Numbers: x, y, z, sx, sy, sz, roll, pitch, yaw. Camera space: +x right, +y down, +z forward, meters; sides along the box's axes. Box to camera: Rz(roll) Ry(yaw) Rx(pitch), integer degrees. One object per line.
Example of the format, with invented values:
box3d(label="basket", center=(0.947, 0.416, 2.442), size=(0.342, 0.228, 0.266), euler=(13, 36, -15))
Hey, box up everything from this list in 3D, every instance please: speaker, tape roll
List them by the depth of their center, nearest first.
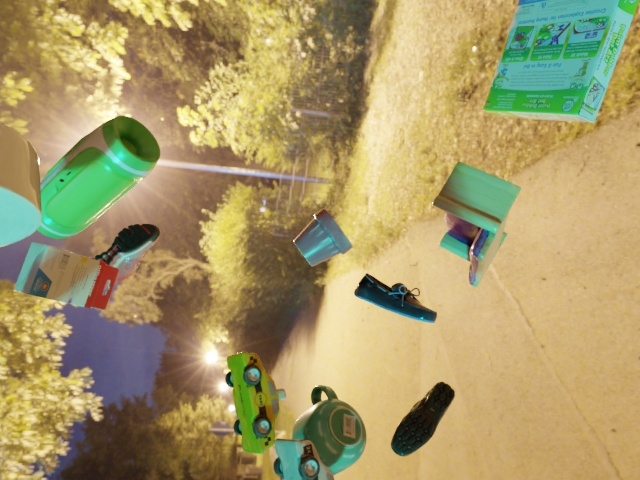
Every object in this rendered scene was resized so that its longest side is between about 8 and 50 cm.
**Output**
box3d(label="tape roll", center=(-0.531, -0.070, 0.667), size=(0.286, 0.286, 0.100), euler=(113, 147, -71))
box3d(label="speaker", center=(-0.462, -0.121, 1.018), size=(0.297, 0.131, 0.131), euler=(-32, 35, 24))

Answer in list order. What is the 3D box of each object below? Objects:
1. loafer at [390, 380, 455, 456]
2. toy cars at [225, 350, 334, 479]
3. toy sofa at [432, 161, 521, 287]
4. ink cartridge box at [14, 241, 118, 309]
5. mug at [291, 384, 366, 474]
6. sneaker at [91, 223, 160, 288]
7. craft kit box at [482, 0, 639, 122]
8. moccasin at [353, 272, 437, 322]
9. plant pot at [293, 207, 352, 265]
box3d(label="loafer", center=(0.243, 0.430, 1.205), size=(0.223, 0.076, 0.078), euler=(-37, -24, -34))
box3d(label="toy cars", center=(-0.064, 0.359, 0.904), size=(0.393, 0.087, 0.176), euler=(46, 130, 42))
box3d(label="toy sofa", center=(0.357, -0.023, 1.221), size=(0.177, 0.150, 0.362), euler=(-58, -21, -6))
box3d(label="ink cartridge box", center=(-0.682, 0.102, 1.376), size=(0.231, 0.078, 0.134), euler=(33, -112, -56))
box3d(label="mug", center=(0.016, 0.363, 0.974), size=(0.157, 0.129, 0.097), euler=(53, 131, 13))
box3d(label="sneaker", center=(-0.706, 0.059, 1.838), size=(0.116, 0.314, 0.136), euler=(46, 171, 29))
box3d(label="craft kit box", center=(0.462, -0.365, 0.998), size=(0.250, 0.061, 0.246), euler=(33, 105, 60))
box3d(label="moccasin", center=(0.274, 0.205, 1.864), size=(0.138, 0.342, 0.116), euler=(25, -95, -57))
box3d(label="plant pot", center=(0.000, 0.000, 2.017), size=(0.201, 0.180, 0.201), euler=(54, 179, 1))
